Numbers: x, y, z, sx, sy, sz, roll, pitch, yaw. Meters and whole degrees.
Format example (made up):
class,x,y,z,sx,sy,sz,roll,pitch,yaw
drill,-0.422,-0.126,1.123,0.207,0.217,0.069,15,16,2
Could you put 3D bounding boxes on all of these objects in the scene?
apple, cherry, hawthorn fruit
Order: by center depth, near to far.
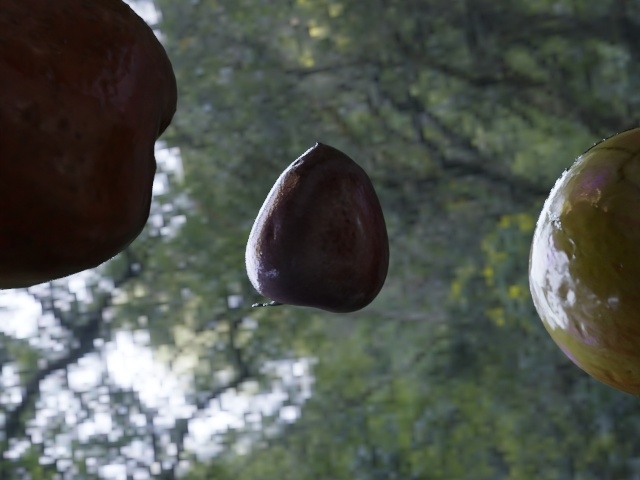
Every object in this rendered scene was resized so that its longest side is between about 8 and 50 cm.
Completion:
class,x,y,z,sx,sy,sz,roll,pitch,yaw
apple,0.179,0.013,0.926,0.146,0.146,0.146,17,-111,-54
hawthorn fruit,-0.168,-0.067,0.969,0.189,0.189,0.189,17,-111,-54
cherry,-0.003,0.001,1.356,0.106,0.087,0.126,-15,-61,-16
